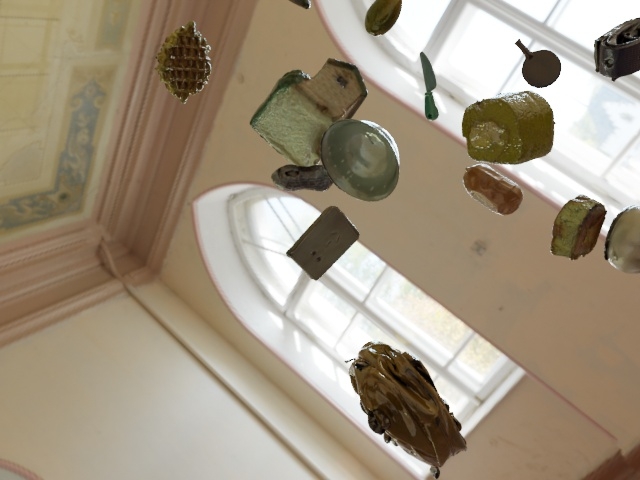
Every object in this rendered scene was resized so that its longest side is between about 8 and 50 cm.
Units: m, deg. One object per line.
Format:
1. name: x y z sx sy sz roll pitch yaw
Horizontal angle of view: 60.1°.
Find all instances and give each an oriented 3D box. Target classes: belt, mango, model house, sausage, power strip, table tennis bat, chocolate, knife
1. belt: 0.926 -0.572 1.662 0.230 0.139 0.126 -37 -50 -21
2. mango: 0.240 -0.857 2.075 0.085 0.122 0.191 12 -62 -50
3. model house: -0.016 -0.532 2.201 0.342 0.334 0.382 -50 4 -33
4. sausage: 0.633 -0.192 2.049 0.120 0.241 0.136 -41 -21 -35
5. power strip: 0.000 0.000 1.683 0.213 0.064 0.198 -46 -41 -4
6. table tennis bat: 0.608 -0.518 1.582 0.107 0.170 0.119 -42 -12 26
7. chocolate: -0.065 -0.239 2.125 0.110 0.248 0.110 3 -90 -88
8. knife: 0.412 -0.582 2.093 0.034 0.063 0.260 -25 -66 -34

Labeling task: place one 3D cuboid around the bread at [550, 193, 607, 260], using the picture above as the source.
1. bread: 0.588 -0.029 1.268 0.128 0.069 0.140 -19 -56 -38

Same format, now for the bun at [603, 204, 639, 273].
1. bun: 0.791 0.002 1.358 0.173 0.120 0.173 -18 -61 -36

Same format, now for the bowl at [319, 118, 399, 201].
1. bowl: 0.164 -0.303 1.908 0.146 0.313 0.313 -46 -16 -37

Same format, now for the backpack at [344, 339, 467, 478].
1. backpack: 0.224 0.441 1.470 0.201 0.378 0.353 -39 -6 -6

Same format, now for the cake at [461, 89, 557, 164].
1. cake: 0.496 -0.306 1.492 0.156 0.260 0.179 -16 -71 -21

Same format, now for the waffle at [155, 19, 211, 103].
1. waffle: -0.447 -0.590 1.854 0.243 0.059 0.238 -60 -27 -22

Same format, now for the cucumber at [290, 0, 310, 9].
1. cucumber: -0.107 -0.943 2.125 0.056 0.284 0.056 -21 -42 -20
